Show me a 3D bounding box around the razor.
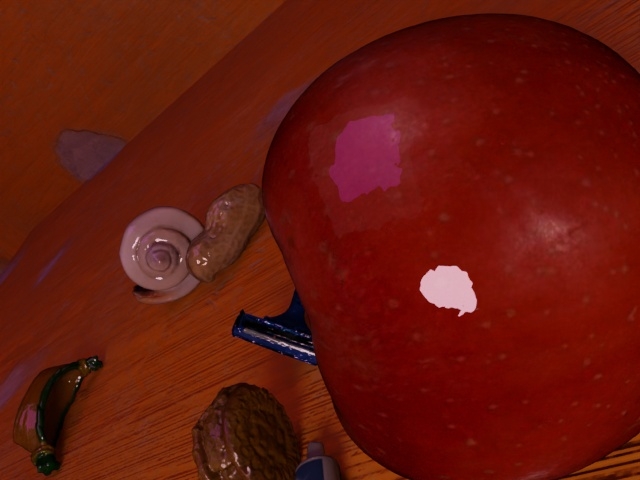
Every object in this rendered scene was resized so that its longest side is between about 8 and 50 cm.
[{"bbox_3d":[-0.002,0.009,0.826,0.056,0.093,0.324,104,-174,-45],"label":"razor"}]

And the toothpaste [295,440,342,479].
[{"bbox_3d":[0.004,0.217,0.512,0.057,0.035,0.197,-57,20,24],"label":"toothpaste"}]

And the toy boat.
[{"bbox_3d":[-0.410,0.265,1.129,0.088,0.088,0.229,-1,37,7],"label":"toy boat"}]

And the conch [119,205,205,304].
[{"bbox_3d":[-0.224,0.013,1.147,0.127,0.158,0.255,0,14,5],"label":"conch"}]

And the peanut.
[{"bbox_3d":[-0.140,-0.016,1.064,0.080,0.080,0.174,-13,41,54],"label":"peanut"}]

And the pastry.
[{"bbox_3d":[-0.061,0.175,0.610,0.057,0.097,0.109,-31,66,18],"label":"pastry"}]

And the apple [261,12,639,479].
[{"bbox_3d":[0.087,0.001,0.422,0.217,0.260,0.260,-22,26,0],"label":"apple"}]
